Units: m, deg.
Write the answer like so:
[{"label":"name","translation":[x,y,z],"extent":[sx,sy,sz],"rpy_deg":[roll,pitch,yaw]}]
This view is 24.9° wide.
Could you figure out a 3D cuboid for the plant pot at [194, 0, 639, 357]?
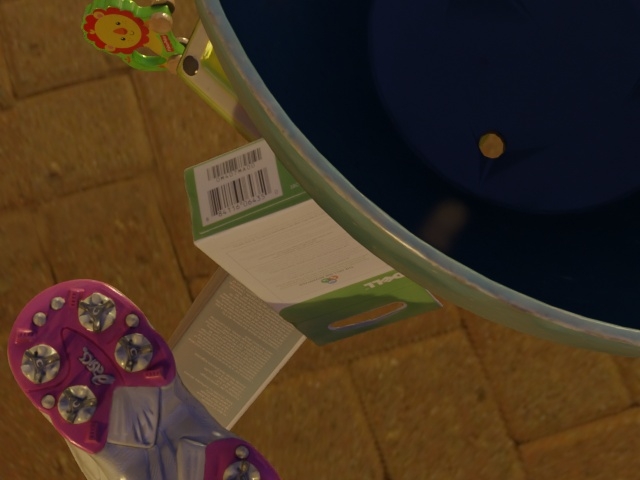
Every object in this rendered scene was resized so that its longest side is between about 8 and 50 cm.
[{"label":"plant pot","translation":[0.095,-0.094,0.473],"extent":[0.290,0.195,0.290],"rpy_deg":[1,78,-5]}]

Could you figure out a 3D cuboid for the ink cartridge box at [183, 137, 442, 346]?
[{"label":"ink cartridge box","translation":[0.000,0.000,1.030],"extent":[0.109,0.209,0.062],"rpy_deg":[-20,59,16]}]

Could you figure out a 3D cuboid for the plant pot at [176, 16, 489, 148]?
[{"label":"plant pot","translation":[0.027,-0.168,1.219],"extent":[0.227,0.228,0.207],"rpy_deg":[43,31,22]}]

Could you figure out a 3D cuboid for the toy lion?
[{"label":"toy lion","translation":[-0.183,-0.202,1.426],"extent":[0.096,0.100,0.034],"rpy_deg":[-5,55,12]}]

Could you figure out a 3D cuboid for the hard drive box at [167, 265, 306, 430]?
[{"label":"hard drive box","translation":[-0.063,0.063,1.322],"extent":[0.089,0.232,0.181],"rpy_deg":[35,37,-5]}]

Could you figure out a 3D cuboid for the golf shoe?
[{"label":"golf shoe","translation":[-0.103,0.165,1.020],"extent":[0.115,0.140,0.306],"rpy_deg":[-32,86,-12]}]
